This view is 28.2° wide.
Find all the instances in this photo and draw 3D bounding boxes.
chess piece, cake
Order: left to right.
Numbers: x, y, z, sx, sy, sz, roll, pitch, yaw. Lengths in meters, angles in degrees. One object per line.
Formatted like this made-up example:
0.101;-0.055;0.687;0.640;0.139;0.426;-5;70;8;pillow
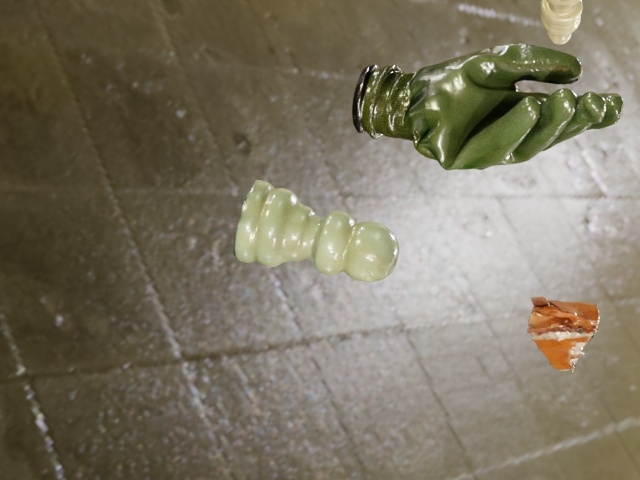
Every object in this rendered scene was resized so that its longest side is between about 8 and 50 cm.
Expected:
0.000;0.000;1.953;0.243;0.133;0.133;16;34;8;chess piece
0.169;-0.164;0.897;0.092;0.035;0.035;67;-2;-71;chess piece
0.493;0.185;2.504;0.287;0.135;0.098;47;41;-61;cake

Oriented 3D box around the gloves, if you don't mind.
0.158;-0.126;1.218;0.107;0.268;0.135;41;62;-51;gloves
